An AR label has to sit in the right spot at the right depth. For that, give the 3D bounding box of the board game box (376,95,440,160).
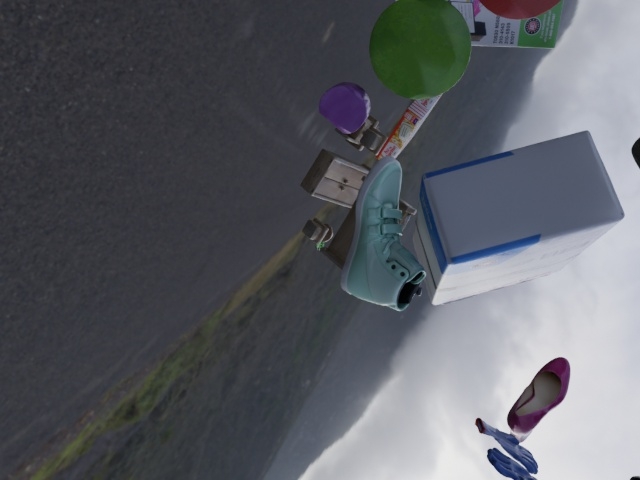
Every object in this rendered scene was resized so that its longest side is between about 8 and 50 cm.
[{"bbox_3d":[0.228,-0.295,1.668,0.147,0.045,0.193,-50,176,-37],"label":"board game box"}]

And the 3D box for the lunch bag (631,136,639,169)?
[{"bbox_3d":[0.886,-0.123,1.490,0.212,0.256,0.305,-36,-155,26],"label":"lunch bag"}]

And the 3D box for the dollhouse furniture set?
[{"bbox_3d":[0.146,-0.072,1.454,0.174,0.355,0.303,13,113,-52],"label":"dollhouse furniture set"}]

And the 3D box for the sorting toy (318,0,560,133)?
[{"bbox_3d":[0.155,-0.274,0.855,0.365,0.127,0.126,-36,-170,26],"label":"sorting toy"}]

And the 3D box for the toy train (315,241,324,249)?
[{"bbox_3d":[0.000,0.000,1.801,0.083,0.023,0.017,99,-2,-52],"label":"toy train"}]

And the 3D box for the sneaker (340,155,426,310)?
[{"bbox_3d":[0.133,-0.008,1.117,0.094,0.151,0.256,-3,110,-48],"label":"sneaker"}]

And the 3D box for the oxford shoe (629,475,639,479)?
[{"bbox_3d":[0.821,0.670,1.570,0.083,0.096,0.227,-46,-136,12],"label":"oxford shoe"}]

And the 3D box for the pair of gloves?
[{"bbox_3d":[0.376,0.430,1.273,0.023,0.159,0.198,-54,-173,15],"label":"pair of gloves"}]

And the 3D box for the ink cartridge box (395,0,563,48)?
[{"bbox_3d":[0.267,-0.444,1.104,0.201,0.278,0.117,82,18,-46],"label":"ink cartridge box"}]

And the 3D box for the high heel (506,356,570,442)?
[{"bbox_3d":[0.490,0.333,1.454,0.244,0.082,0.117,-41,143,-22],"label":"high heel"}]

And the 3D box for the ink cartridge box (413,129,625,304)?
[{"bbox_3d":[0.332,-0.019,1.210,0.285,0.166,0.395,-15,164,1],"label":"ink cartridge box"}]
